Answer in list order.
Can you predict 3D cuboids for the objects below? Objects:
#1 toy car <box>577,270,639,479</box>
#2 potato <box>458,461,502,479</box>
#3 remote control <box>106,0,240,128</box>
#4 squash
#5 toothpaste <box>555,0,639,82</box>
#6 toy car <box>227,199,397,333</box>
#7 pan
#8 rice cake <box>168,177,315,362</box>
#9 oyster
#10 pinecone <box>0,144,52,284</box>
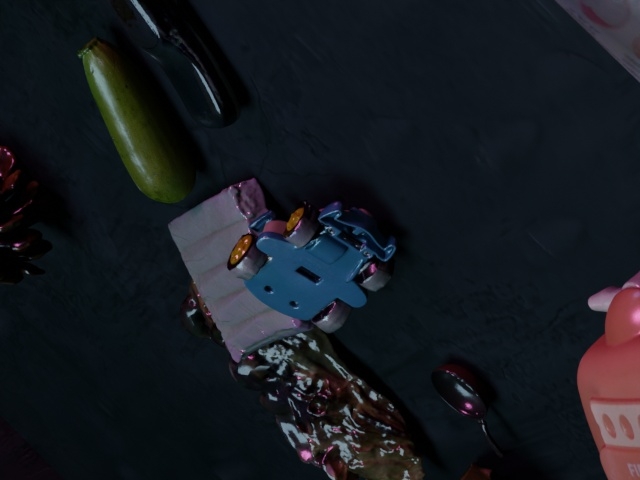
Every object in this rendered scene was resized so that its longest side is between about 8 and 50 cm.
[{"bbox_3d":[0.291,0.107,0.987,0.212,0.180,0.270,59,155,-8],"label":"toy car"},{"bbox_3d":[0.227,0.361,1.565,0.255,0.112,0.269,36,158,9],"label":"potato"},{"bbox_3d":[-0.146,-0.193,1.342,0.072,0.042,0.222,8,137,57],"label":"remote control"},{"bbox_3d":[-0.187,-0.120,1.498,0.066,0.066,0.201,16,143,48],"label":"squash"},{"bbox_3d":[0.171,-0.156,0.881,0.323,0.066,0.100,43,156,-8],"label":"toothpaste"},{"bbox_3d":[0.000,0.000,1.393,0.126,0.098,0.161,30,134,-19],"label":"toy car"},{"bbox_3d":[0.154,0.164,1.463,0.115,0.023,0.068,55,153,-16],"label":"pan"},{"bbox_3d":[-0.083,0.032,1.547,0.189,0.037,0.198,63,151,7],"label":"rice cake"},{"bbox_3d":[-0.027,0.176,1.697,0.361,0.096,0.221,47,163,0],"label":"oyster"},{"bbox_3d":[-0.449,-0.029,1.916,0.229,0.203,0.201,-141,39,-67],"label":"pinecone"}]
